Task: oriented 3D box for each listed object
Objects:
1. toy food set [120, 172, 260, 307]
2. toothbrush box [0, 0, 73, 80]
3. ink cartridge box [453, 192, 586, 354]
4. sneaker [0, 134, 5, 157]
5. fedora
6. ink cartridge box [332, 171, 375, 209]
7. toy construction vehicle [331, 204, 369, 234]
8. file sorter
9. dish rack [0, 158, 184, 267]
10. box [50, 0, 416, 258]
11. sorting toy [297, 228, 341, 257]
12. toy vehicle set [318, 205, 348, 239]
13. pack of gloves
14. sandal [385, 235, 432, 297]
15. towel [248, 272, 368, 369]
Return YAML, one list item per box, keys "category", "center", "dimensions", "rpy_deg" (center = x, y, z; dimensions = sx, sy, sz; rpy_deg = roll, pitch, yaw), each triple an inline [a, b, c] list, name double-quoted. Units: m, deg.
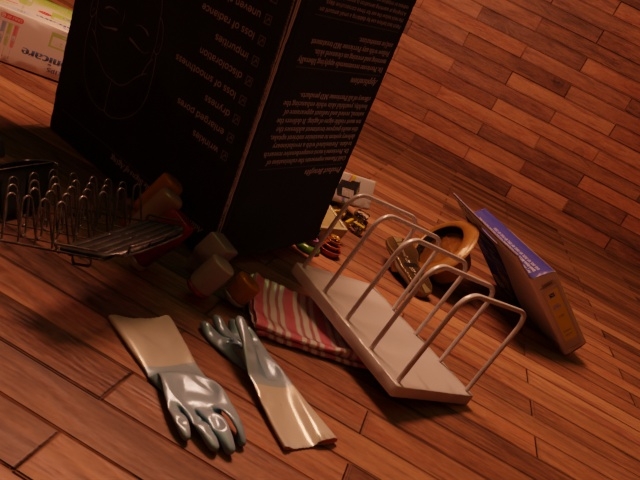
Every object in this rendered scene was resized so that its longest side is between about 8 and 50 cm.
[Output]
- category: "toy food set"
  center: [-0.199, 0.017, 0.938]
  dimensions: [0.232, 0.104, 0.111]
  rpy_deg: [50, 10, 11]
- category: "toothbrush box"
  center: [-0.657, -0.484, 1.569]
  dimensions: [0.206, 0.122, 0.283]
  rpy_deg: [18, 22, -26]
- category: "ink cartridge box"
  center: [0.431, 0.055, 1.460]
  dimensions: [0.307, 0.072, 0.304]
  rpy_deg: [59, 2, -31]
- category: "sneaker"
  center: [-0.559, -0.168, 0.864]
  dimensions: [0.123, 0.146, 0.330]
  rpy_deg: [63, 6, 18]
- category: "fedora"
  center: [0.272, 0.036, 1.450]
  dimensions: [0.079, 0.194, 0.194]
  rpy_deg: [59, 7, -23]
- category: "ink cartridge box"
  center: [0.022, -0.131, 1.574]
  dimensions: [0.175, 0.073, 0.127]
  rpy_deg: [12, 3, -38]
- category: "toy construction vehicle"
  center: [0.069, -0.048, 1.541]
  dimensions: [0.098, 0.035, 0.086]
  rpy_deg: [31, 29, 17]
- category: "file sorter"
  center: [0.131, 0.080, 0.997]
  dimensions: [0.192, 0.173, 0.278]
  rpy_deg: [20, 20, -45]
- category: "dish rack"
  center: [-0.312, -0.038, 0.812]
  dimensions: [0.271, 0.074, 0.208]
  rpy_deg: [11, 16, 16]
- category: "box"
  center: [-0.174, -0.298, 1.137]
  dimensions: [0.479, 0.472, 0.297]
  rpy_deg: [37, 27, 27]
- category: "sorting toy"
  center: [0.000, 0.000, 1.290]
  dimensions: [0.101, 0.042, 0.061]
  rpy_deg: [11, 24, -40]
- category: "toy vehicle set"
  center: [-0.069, -0.109, 1.395]
  dimensions: [0.166, 0.035, 0.267]
  rpy_deg: [6, 43, -49]
- category: "pack of gloves"
  center: [-0.105, 0.142, 0.758]
  dimensions: [0.195, 0.046, 0.232]
  rpy_deg: [10, 25, -44]
- category: "sandal"
  center: [0.175, 0.057, 1.383]
  dimensions: [0.072, 0.049, 0.180]
  rpy_deg: [10, 39, -29]
- category: "towel"
  center: [-0.013, 0.118, 0.975]
  dimensions: [0.197, 0.029, 0.144]
  rpy_deg: [21, 20, -19]
